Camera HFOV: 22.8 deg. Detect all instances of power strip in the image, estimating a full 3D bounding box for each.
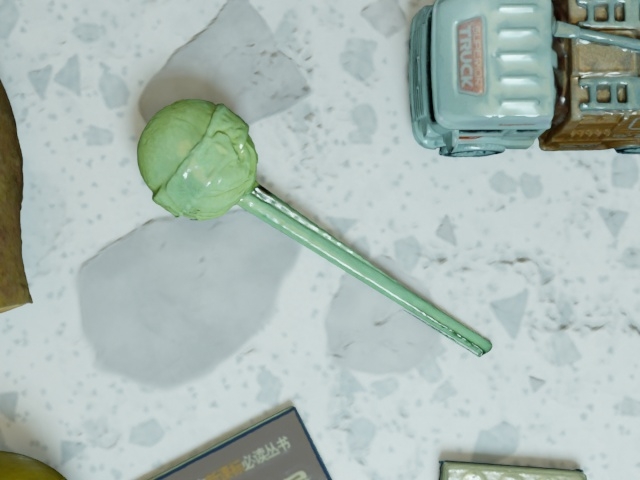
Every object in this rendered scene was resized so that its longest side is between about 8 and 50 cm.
[{"bbox_3d":[0.157,0.211,1.291,0.123,0.032,0.056,4,88,-2],"label":"power strip"}]

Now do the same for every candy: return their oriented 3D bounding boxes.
[{"bbox_3d":[0.000,0.000,1.288,0.336,0.093,0.092,32,130,-8],"label":"candy"}]

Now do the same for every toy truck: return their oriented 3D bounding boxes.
[{"bbox_3d":[0.226,-0.136,1.246,0.306,0.162,0.136,-1,87,-1],"label":"toy truck"}]

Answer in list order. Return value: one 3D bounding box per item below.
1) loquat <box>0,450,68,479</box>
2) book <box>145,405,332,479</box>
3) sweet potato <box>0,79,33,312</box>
[{"bbox_3d":[-0.238,0.240,1.210,0.152,0.195,0.152,-11,110,-32],"label":"loquat"},{"bbox_3d":[-0.049,0.327,1.287,0.228,0.018,0.322,-28,88,-3],"label":"book"},{"bbox_3d":[-0.296,-0.086,1.254,0.131,0.131,0.336,-5,78,-2],"label":"sweet potato"}]
